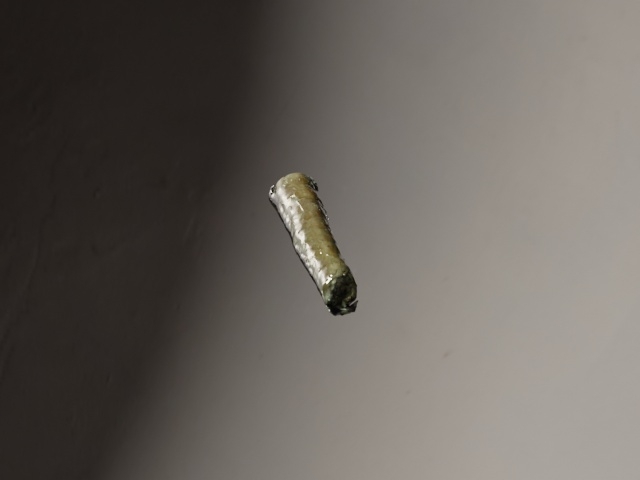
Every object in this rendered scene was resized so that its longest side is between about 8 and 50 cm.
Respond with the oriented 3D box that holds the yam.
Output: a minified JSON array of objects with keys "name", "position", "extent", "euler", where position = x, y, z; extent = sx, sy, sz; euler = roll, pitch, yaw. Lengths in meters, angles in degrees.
[{"name":"yam","position":[0.000,0.000,0.922],"extent":[0.033,0.027,0.129],"euler":[-15,34,-10]}]
